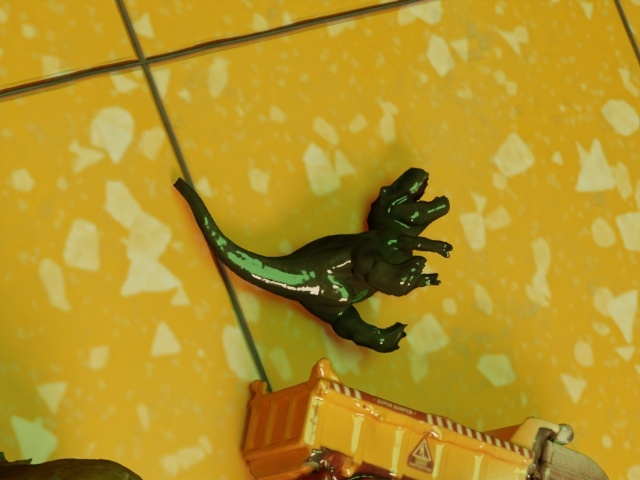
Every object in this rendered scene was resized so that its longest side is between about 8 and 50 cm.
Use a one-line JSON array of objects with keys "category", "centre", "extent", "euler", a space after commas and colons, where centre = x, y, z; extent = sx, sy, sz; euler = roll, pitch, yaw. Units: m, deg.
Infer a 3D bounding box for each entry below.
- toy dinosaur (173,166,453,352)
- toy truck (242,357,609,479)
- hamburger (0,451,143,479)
[{"category": "toy dinosaur", "centre": [0.000, 0.000, 1.338], "extent": [0.179, 0.087, 0.187], "euler": [28, 34, 17]}, {"category": "toy truck", "centre": [0.079, 0.176, 1.276], "extent": [0.270, 0.114, 0.135], "euler": [22, 68, -26]}, {"category": "hamburger", "centre": [-0.201, 0.217, 1.000], "extent": [0.309, 0.211, 0.132], "euler": [-40, 103, -39]}]
